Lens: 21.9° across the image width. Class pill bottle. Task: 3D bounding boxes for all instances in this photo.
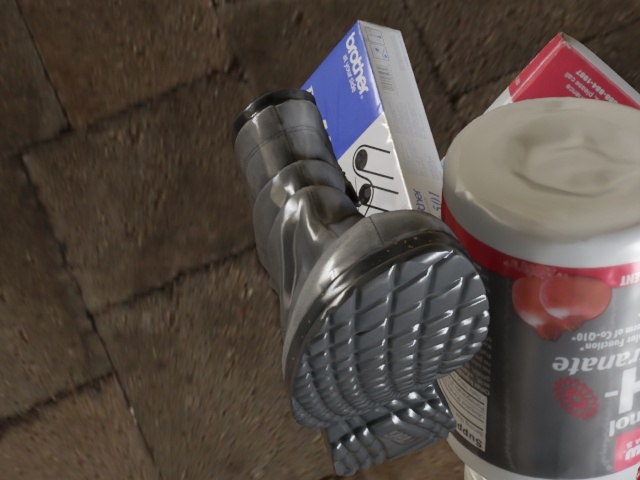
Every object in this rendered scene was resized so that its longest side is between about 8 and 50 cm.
[{"bbox_3d":[0.172,0.072,1.192,0.176,0.318,0.176,-1,37,1],"label":"pill bottle"}]

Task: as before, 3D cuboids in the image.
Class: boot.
[{"bbox_3d":[0.000,0.000,0.994,0.118,0.338,0.222,-18,70,-10],"label":"boot"}]

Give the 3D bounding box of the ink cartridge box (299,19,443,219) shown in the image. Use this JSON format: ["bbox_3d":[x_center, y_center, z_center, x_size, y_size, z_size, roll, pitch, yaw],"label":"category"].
[{"bbox_3d":[0.043,-0.061,1.296,0.046,0.097,0.207,9,51,-32],"label":"ink cartridge box"}]

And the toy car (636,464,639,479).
[{"bbox_3d":[0.101,0.037,0.395,0.040,0.122,0.060,9,116,15],"label":"toy car"}]

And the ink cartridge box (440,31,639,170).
[{"bbox_3d":[0.198,-0.002,1.495,0.226,0.131,0.306,42,105,-3],"label":"ink cartridge box"}]
